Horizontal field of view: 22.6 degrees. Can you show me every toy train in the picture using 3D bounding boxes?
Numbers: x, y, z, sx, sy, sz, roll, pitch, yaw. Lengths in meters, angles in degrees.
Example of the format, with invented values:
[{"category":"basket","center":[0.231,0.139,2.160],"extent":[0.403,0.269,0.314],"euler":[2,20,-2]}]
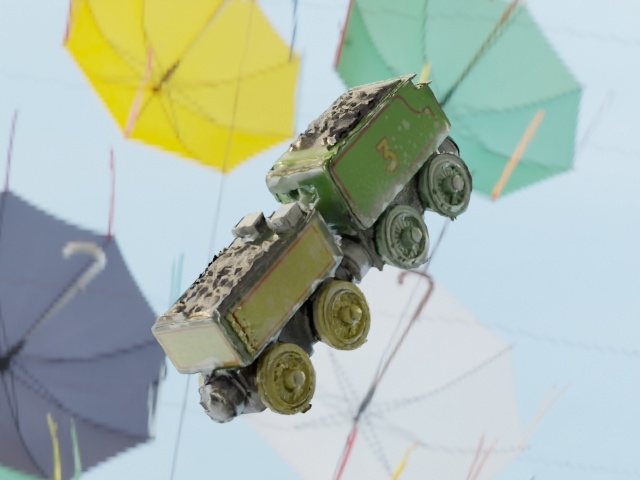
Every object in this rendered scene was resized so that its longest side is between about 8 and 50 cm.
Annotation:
[{"category":"toy train","center":[0.000,0.000,0.734],"extent":[0.202,0.060,0.081],"euler":[-49,-64,-38]}]
